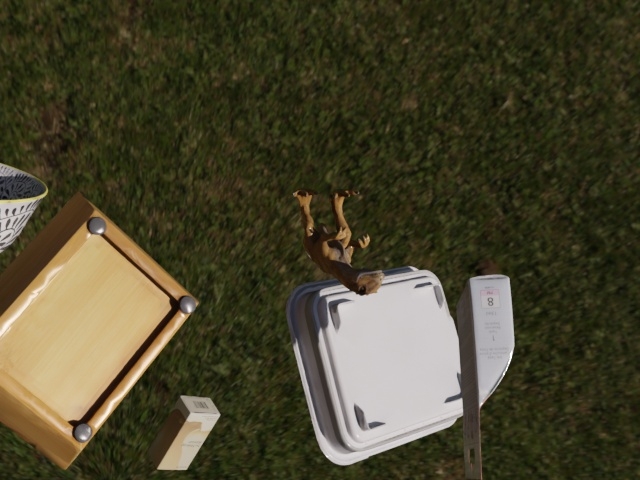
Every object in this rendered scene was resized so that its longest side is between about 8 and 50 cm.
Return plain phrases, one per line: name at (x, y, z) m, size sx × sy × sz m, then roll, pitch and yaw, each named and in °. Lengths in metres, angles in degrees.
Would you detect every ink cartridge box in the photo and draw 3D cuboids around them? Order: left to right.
ink cartridge box at (0.206, 0.174, 1.168) m, size 0.066 × 0.189 × 0.232 m, roll -6°, pitch 76°, yaw 2°

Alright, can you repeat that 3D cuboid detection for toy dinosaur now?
toy dinosaur at (0.000, 0.000, 0.974) m, size 0.064 × 0.211 × 0.112 m, roll -6°, pitch 107°, yaw -17°

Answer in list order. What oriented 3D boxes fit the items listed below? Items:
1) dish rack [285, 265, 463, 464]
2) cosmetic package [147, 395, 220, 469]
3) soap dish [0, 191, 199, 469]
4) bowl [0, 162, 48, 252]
dish rack at (0.113, 0.184, 1.510) m, size 0.333 × 0.072 × 0.285 m, roll -8°, pitch 80°, yaw -43°
cosmetic package at (-0.208, 0.293, 1.436) m, size 0.060 × 0.115 × 0.041 m, roll 12°, pitch 26°, yaw -42°
soap dish at (-0.313, 0.113, 1.216) m, size 0.229 × 0.118 × 0.290 m, roll 46°, pitch 64°, yaw -19°
bowl at (-0.309, -0.018, 0.746) m, size 0.170 × 0.170 × 0.080 m, roll 12°, pitch 102°, yaw -9°
